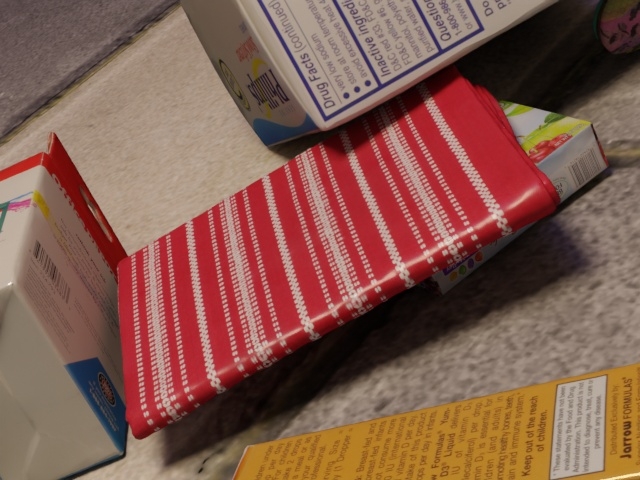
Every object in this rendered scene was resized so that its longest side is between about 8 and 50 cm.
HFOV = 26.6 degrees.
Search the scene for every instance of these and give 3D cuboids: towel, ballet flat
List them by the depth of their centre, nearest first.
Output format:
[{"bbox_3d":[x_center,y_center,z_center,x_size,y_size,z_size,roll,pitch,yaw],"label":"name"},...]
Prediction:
[{"bbox_3d":[0.000,0.000,0.820,0.275,0.031,0.199,-30,28,6],"label":"towel"},{"bbox_3d":[0.288,-0.199,0.961,0.079,0.077,0.221,29,57,37],"label":"ballet flat"}]

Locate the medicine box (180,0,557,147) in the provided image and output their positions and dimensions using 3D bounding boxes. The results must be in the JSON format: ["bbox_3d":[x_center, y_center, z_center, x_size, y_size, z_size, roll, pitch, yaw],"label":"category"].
[{"bbox_3d":[0.063,-0.200,0.976,0.289,0.149,0.263,-30,6,-8],"label":"medicine box"}]

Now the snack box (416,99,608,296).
[{"bbox_3d":[0.095,-0.030,0.852,0.141,0.037,0.100,-36,26,-16],"label":"snack box"}]

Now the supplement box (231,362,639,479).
[{"bbox_3d":[0.074,0.113,0.570,0.233,0.078,0.080,-15,28,20],"label":"supplement box"}]

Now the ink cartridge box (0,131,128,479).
[{"bbox_3d":[-0.183,0.037,0.872,0.078,0.134,0.231,-23,26,7],"label":"ink cartridge box"}]
